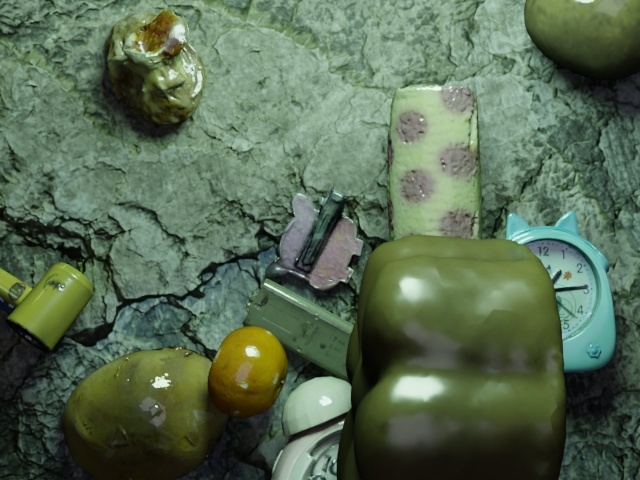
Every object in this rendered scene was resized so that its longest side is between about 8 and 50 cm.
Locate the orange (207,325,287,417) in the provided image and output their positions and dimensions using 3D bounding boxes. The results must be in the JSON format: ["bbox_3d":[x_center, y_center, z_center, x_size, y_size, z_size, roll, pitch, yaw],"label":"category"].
[{"bbox_3d":[-0.119,0.220,1.675,0.124,0.156,0.156,20,90,2],"label":"orange"}]

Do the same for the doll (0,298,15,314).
[{"bbox_3d":[-0.554,0.101,1.749,0.125,0.027,0.037,32,90,4],"label":"doll"}]

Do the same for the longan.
[{"bbox_3d":[0.467,-0.383,1.646,0.246,0.215,0.246,6,65,-14],"label":"longan"}]

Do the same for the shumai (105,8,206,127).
[{"bbox_3d":[-0.282,-0.299,1.686,0.161,0.153,0.209,-21,87,-6],"label":"shumai"}]

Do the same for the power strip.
[{"bbox_3d":[-0.005,0.163,1.728,0.268,0.034,0.092,28,103,1],"label":"power strip"}]

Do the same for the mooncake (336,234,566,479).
[{"bbox_3d":[0.165,0.218,1.415,0.262,0.467,0.467,4,90,-3],"label":"mooncake"}]

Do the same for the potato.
[{"bbox_3d":[-0.301,0.313,1.707,0.299,0.116,0.239,-18,94,2],"label":"potato"}]

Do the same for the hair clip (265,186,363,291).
[{"bbox_3d":[0.001,-0.002,1.731,0.146,0.056,0.187,21,102,4],"label":"hair clip"}]

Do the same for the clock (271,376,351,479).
[{"bbox_3d":[0.069,0.418,1.669,0.342,0.184,0.326,21,86,-4],"label":"clock"}]

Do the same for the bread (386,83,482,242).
[{"bbox_3d":[0.187,-0.085,1.659,0.155,0.187,0.338,-3,91,3],"label":"bread"}]

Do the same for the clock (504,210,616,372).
[{"bbox_3d":[0.379,0.088,1.704,0.223,0.094,0.274,0,88,0],"label":"clock"}]

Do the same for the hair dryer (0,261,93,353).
[{"bbox_3d":[-0.533,0.063,1.712,0.278,0.090,0.135,30,68,9],"label":"hair dryer"}]
